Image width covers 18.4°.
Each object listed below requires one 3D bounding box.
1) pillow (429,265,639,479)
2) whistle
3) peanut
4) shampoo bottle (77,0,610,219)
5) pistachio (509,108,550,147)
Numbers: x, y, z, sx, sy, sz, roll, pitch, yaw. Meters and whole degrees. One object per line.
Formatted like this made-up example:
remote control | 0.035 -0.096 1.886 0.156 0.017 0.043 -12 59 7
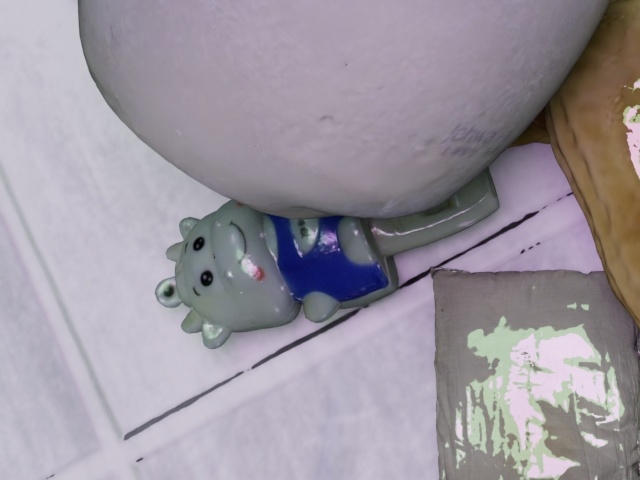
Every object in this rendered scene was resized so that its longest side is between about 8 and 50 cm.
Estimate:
pillow | 0.144 0.128 1.286 0.148 0.050 0.230 -1 75 8
whistle | 0.000 0.000 1.327 0.244 0.092 0.110 -18 64 12
peanut | 0.241 -0.017 1.244 0.147 0.147 0.305 -22 73 10
shampoo bottle | 0.015 -0.183 1.192 0.322 0.322 0.317 29 111 19
pistachio | 0.104 -0.096 1.342 0.173 0.049 0.089 7 82 17
